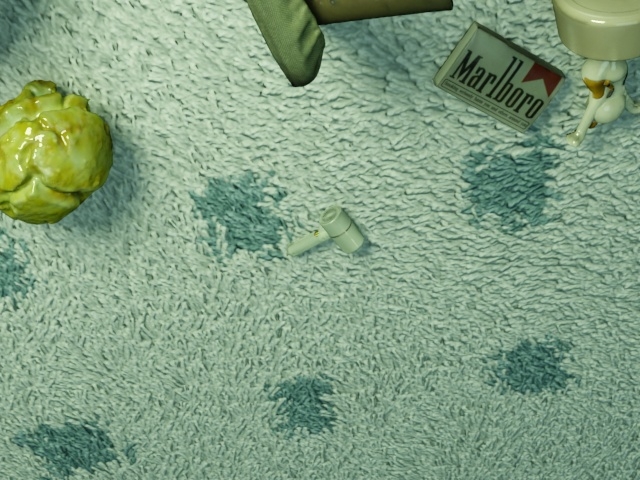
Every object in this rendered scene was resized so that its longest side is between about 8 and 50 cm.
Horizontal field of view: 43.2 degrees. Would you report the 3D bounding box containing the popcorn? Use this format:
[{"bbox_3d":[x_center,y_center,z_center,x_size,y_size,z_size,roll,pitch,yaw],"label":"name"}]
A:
[{"bbox_3d":[-0.414,-0.122,1.211,0.184,0.204,0.221,44,135,-2],"label":"popcorn"}]

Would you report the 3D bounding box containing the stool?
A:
[{"bbox_3d":[0.003,-0.393,0.979,0.226,0.310,0.310,-18,126,11],"label":"stool"}]

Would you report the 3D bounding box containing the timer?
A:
[{"bbox_3d":[0.436,-0.269,1.216,0.175,0.175,0.266,-11,137,4],"label":"timer"}]

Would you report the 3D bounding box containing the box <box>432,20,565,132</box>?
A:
[{"bbox_3d":[0.281,-0.254,1.271,0.178,0.036,0.115,23,120,-19],"label":"box"}]

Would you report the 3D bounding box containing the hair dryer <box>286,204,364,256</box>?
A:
[{"bbox_3d":[0.000,0.000,1.431,0.137,0.047,0.082,-26,124,21],"label":"hair dryer"}]
